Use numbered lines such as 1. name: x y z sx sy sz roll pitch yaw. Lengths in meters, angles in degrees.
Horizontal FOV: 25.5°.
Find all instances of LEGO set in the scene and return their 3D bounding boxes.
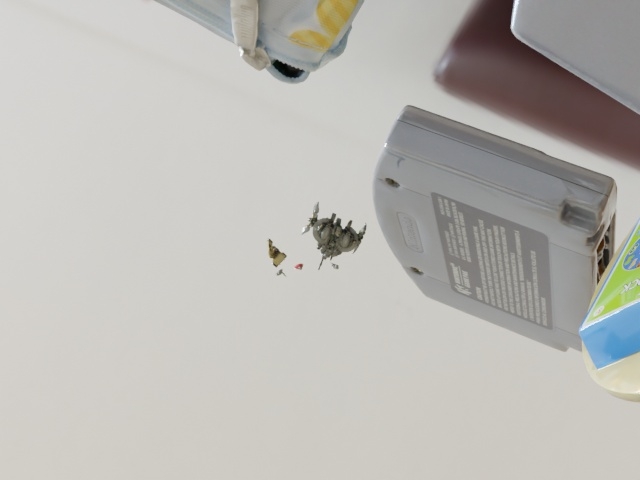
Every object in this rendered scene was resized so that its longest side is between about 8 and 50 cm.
1. LEGO set: 0.000 0.003 1.101 0.054 0.083 0.023 54 170 -11

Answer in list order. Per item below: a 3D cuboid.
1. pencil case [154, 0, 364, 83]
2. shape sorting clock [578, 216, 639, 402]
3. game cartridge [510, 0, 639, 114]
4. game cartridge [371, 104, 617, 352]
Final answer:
1. pencil case: -0.098 -0.168 0.601 0.273 0.124 0.113 22 178 -17
2. shape sorting clock: 0.195 -0.010 0.624 0.040 0.206 0.206 44 169 -9
3. game cartridge: 0.186 -0.150 0.393 0.196 0.294 0.060 34 -159 13
4. game cartridge: 0.142 -0.004 1.158 0.198 0.062 0.297 26 163 20
